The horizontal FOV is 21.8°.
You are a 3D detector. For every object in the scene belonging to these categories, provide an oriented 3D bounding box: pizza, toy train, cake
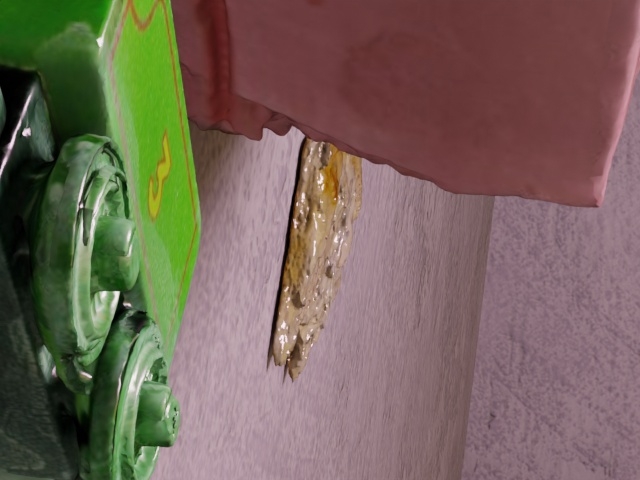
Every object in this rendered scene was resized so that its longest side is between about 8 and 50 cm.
[{"bbox_3d":[0.000,0.000,1.442,0.181,0.034,0.262,80,21,-58],"label":"pizza"},{"bbox_3d":[-0.115,-0.009,0.632,0.243,0.132,0.188,86,11,-53],"label":"toy train"},{"bbox_3d":[0.078,-0.215,1.011,0.307,0.314,0.293,-72,167,-48],"label":"cake"}]
